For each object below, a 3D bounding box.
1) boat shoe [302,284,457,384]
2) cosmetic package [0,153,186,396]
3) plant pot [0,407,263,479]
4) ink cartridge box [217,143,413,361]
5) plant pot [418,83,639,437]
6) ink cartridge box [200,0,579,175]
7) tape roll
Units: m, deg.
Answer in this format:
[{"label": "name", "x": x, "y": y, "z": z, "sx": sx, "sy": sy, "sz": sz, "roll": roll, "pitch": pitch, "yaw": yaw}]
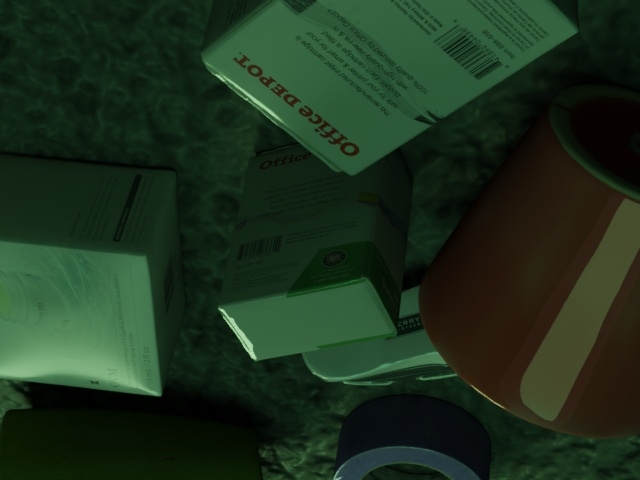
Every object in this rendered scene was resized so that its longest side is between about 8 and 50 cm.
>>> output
[{"label": "boat shoe", "x": 0.133, "y": 0.101, "z": 1.587, "sx": 0.301, "sy": 0.108, "sz": 0.102, "roll": -14, "pitch": 164, "yaw": 7}, {"label": "cosmetic package", "x": -0.272, "y": 0.038, "z": 1.567, "sx": 0.224, "sy": 0.138, "sz": 0.224, "roll": 6, "pitch": 135, "yaw": 6}, {"label": "plant pot", "x": -0.214, "y": 0.318, "z": 1.771, "sx": 0.293, "sy": 0.275, "sz": 0.275, "roll": -9, "pitch": 134, "yaw": -2}, {"label": "ink cartridge box", "x": 0.000, "y": 0.000, "z": 1.426, "sx": 0.154, "sy": 0.212, "sz": 0.093, "roll": -13, "pitch": 134, "yaw": 21}, {"label": "plant pot", "x": 0.259, "y": 0.006, "z": 1.369, "sx": 0.274, "sy": 0.275, "sz": 0.243, "roll": 17, "pitch": 125, "yaw": -6}, {"label": "ink cartridge box", "x": 0.058, "y": -0.203, "z": 1.276, "sx": 0.273, "sy": 0.114, "sz": 0.197, "roll": -32, "pitch": 125, "yaw": 34}, {"label": "tape roll", "x": 0.111, "y": 0.277, "z": 1.772, "sx": 0.188, "sy": 0.080, "sz": 0.189, "roll": 5, "pitch": 136, "yaw": 5}]
